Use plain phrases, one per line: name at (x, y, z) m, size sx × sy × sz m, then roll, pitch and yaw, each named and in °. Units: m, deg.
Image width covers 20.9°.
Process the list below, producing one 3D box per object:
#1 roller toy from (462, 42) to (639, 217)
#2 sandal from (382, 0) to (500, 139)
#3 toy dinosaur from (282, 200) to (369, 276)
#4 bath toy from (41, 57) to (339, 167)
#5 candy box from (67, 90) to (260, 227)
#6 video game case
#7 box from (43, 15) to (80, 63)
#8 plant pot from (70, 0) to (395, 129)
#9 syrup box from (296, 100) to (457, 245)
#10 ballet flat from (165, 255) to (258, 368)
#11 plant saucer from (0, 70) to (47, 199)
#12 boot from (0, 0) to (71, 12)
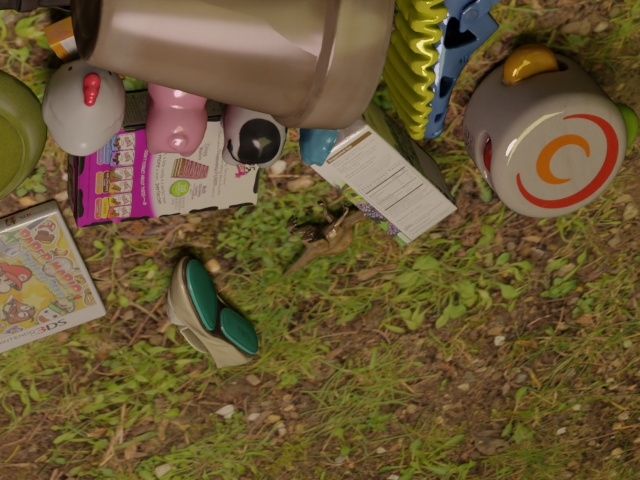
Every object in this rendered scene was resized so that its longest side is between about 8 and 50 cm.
roller toy at (0.286, -0.141, 2.258) m, size 0.209 × 0.146 × 0.191 m, roll 26°, pitch 112°, yaw -35°
sandal at (0.157, -0.250, 2.104) m, size 0.138 × 0.126 × 0.317 m, roll -12°, pitch 141°, yaw -18°
toy dinosaur at (0.000, 0.000, 2.357) m, size 0.183 × 0.053 × 0.092 m, roll -39°, pitch 139°, yaw 19°
bath toy at (-0.144, -0.167, 2.008) m, size 0.348 × 0.151 × 0.129 m, roll 1°, pitch 162°, yaw -14°
candy box at (-0.190, -0.107, 2.136) m, size 0.233 × 0.071 × 0.159 m, roll -7°, pitch 137°, yaw -17°
video game case at (-0.406, 0.059, 2.259) m, size 0.206 × 0.026 × 0.227 m, roll -20°, pitch 140°, yaw -3°
box at (-0.240, -0.246, 1.970) m, size 0.136 × 0.028 × 0.081 m, roll -25°, pitch 170°, yaw 0°
plant pot at (-0.107, -0.275, 1.808) m, size 0.280 × 0.323 × 0.323 m, roll -1°, pitch 136°, yaw -18°
syrup box at (0.071, -0.099, 2.247) m, size 0.096 × 0.093 × 0.237 m, roll -35°, pitch 138°, yaw 16°
ballet flat at (-0.166, 0.105, 2.385) m, size 0.086 × 0.086 × 0.248 m, roll -27°, pitch 141°, yaw 6°
plant saucer at (-0.439, -0.106, 2.053) m, size 0.241 × 0.037 × 0.241 m, roll -12°, pitch 139°, yaw -11°
boot at (-0.356, -0.322, 1.827) m, size 0.229 × 0.091 × 0.263 m, roll -17°, pitch 146°, yaw -13°
